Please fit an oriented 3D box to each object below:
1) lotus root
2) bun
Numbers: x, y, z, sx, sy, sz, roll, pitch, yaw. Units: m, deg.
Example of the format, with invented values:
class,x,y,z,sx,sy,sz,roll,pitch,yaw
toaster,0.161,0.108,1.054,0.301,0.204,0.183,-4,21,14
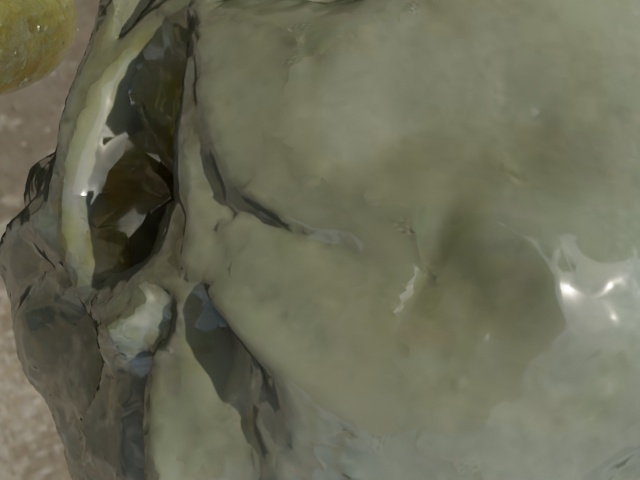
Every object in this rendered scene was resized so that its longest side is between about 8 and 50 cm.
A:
class,x,y,z,sx,sy,sz,roll,pitch,yaw
lotus root,-0.248,-0.150,1.084,0.183,0.077,0.090,-28,144,-63
bun,0.004,0.001,0.570,0.194,0.354,0.354,21,124,-43
